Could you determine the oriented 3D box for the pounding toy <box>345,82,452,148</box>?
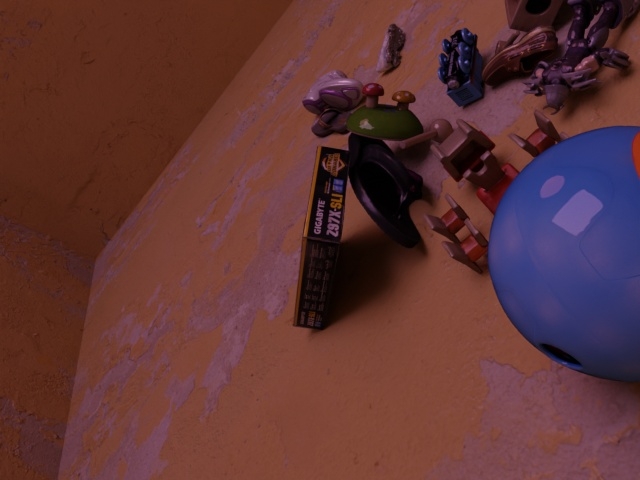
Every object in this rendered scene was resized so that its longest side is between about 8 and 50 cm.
[{"bbox_3d":[0.171,-0.295,1.314,0.237,0.183,0.110,29,122,44],"label":"pounding toy"}]

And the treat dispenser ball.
[{"bbox_3d":[0.341,0.015,0.662,0.288,0.288,0.288,-37,33,30],"label":"treat dispenser ball"}]

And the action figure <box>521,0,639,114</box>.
[{"bbox_3d":[0.480,-0.352,1.049,0.185,0.099,0.285,18,79,54],"label":"action figure"}]

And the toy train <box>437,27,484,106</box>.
[{"bbox_3d":[0.325,-0.400,1.319,0.080,0.105,0.184,-19,45,41],"label":"toy train"}]

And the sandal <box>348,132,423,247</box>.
[{"bbox_3d":[0.144,-0.155,1.269,0.107,0.167,0.446,-46,29,26],"label":"sandal"}]

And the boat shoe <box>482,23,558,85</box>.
[{"bbox_3d":[0.412,-0.372,1.200,0.178,0.064,0.060,-31,59,48],"label":"boat shoe"}]

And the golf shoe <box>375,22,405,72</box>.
[{"bbox_3d":[0.202,-0.583,1.747,0.086,0.069,0.176,-29,37,50],"label":"golf shoe"}]

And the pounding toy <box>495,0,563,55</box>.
[{"bbox_3d":[0.449,-0.478,1.220,0.206,0.094,0.181,102,178,-49],"label":"pounding toy"}]

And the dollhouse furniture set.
[{"bbox_3d":[0.317,-0.102,1.034,0.262,0.135,0.259,-45,41,18],"label":"dollhouse furniture set"}]

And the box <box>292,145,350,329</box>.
[{"bbox_3d":[0.000,0.000,1.243,0.322,0.079,0.257,99,-179,-51],"label":"box"}]

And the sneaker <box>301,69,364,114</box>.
[{"bbox_3d":[0.046,-0.493,1.834,0.305,0.114,0.152,11,70,60],"label":"sneaker"}]

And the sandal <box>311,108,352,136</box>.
[{"bbox_3d":[0.030,-0.371,1.788,0.090,0.060,0.219,-58,28,-5],"label":"sandal"}]
